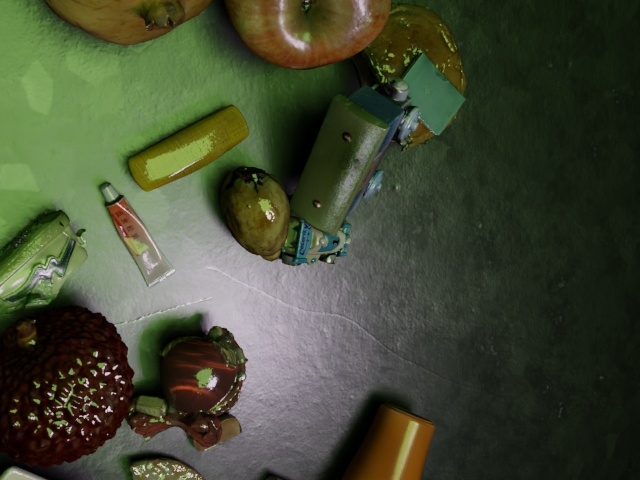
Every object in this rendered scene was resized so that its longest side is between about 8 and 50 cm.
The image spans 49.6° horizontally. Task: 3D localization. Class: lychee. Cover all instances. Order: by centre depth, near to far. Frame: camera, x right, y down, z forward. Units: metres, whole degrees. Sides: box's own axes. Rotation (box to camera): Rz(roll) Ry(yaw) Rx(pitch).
[{"bbox_3d":[-0.445,0.235,1.155,0.264,0.264,0.300,-22,128,-20],"label":"lychee"}]

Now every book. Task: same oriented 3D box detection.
[{"bbox_3d":[0.209,-0.281,1.343,0.135,0.017,0.103,39,83,-26],"label":"book"}]

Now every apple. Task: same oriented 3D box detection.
[{"bbox_3d":[-0.032,-0.455,1.216,0.302,0.301,0.301,-5,102,-24],"label":"apple"}]

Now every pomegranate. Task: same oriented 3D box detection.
[{"bbox_3d":[-0.290,-0.447,1.051,0.343,0.342,0.342,-5,102,-24],"label":"pomegranate"}]

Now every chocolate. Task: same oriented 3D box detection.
[{"bbox_3d":[-0.215,0.391,1.417,0.101,0.031,0.064,-26,128,-14],"label":"chocolate"}]

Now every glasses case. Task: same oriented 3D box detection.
[{"bbox_3d":[-0.239,-0.169,1.274,0.234,0.064,0.079,-32,110,-16],"label":"glasses case"}]

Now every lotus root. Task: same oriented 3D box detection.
[{"bbox_3d":[-0.118,-0.044,1.320,0.138,0.138,0.214,-27,121,-18],"label":"lotus root"}]

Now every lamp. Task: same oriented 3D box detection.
[{"bbox_3d":[-0.250,0.266,1.305,0.151,0.215,0.223,70,32,-52],"label":"lamp"}]

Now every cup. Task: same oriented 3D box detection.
[{"bbox_3d":[0.159,0.513,1.557,0.226,0.182,0.263,35,76,-60],"label":"cup"}]

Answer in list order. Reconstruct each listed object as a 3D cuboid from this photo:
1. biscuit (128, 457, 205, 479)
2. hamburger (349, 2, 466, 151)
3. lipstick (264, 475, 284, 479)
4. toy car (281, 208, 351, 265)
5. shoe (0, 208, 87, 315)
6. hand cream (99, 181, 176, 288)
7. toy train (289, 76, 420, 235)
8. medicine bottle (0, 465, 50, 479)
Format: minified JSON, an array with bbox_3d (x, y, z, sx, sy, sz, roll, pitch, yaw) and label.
[{"bbox_3d":[-0.284,0.543,1.410,0.141,0.038,0.289,-21,110,-21],"label":"biscuit"},{"bbox_3d":[0.187,-0.340,1.405,0.211,0.132,0.308,-33,111,-14],"label":"hamburger"},{"bbox_3d":[-0.017,0.595,1.527,0.254,0.070,0.070,33,86,-26],"label":"lipstick"},{"bbox_3d":[0.000,0.000,1.402,0.162,0.098,0.126,8,99,-25],"label":"toy car"},{"bbox_3d":[-0.500,0.063,1.154,0.128,0.140,0.262,41,73,-13],"label":"shoe"},{"bbox_3d":[-0.344,-0.010,1.278,0.052,0.038,0.216,-22,115,9],"label":"hand cream"},{"bbox_3d":[0.069,-0.160,1.297,0.202,0.131,0.299,-45,165,-48],"label":"toy train"},{"bbox_3d":[-0.567,0.584,1.174,0.236,0.236,0.406,41,82,-26],"label":"medicine bottle"}]
